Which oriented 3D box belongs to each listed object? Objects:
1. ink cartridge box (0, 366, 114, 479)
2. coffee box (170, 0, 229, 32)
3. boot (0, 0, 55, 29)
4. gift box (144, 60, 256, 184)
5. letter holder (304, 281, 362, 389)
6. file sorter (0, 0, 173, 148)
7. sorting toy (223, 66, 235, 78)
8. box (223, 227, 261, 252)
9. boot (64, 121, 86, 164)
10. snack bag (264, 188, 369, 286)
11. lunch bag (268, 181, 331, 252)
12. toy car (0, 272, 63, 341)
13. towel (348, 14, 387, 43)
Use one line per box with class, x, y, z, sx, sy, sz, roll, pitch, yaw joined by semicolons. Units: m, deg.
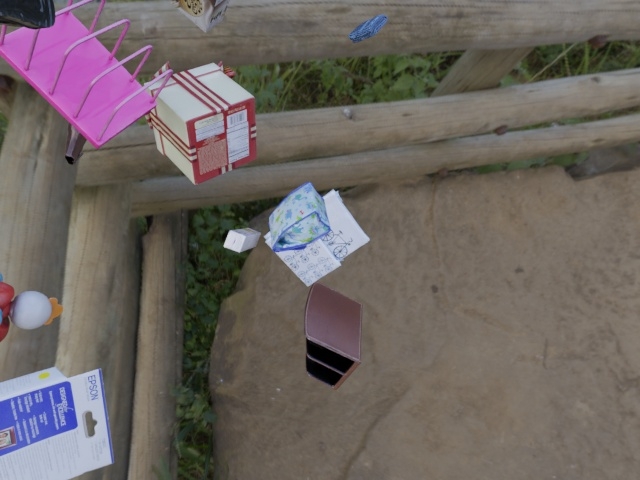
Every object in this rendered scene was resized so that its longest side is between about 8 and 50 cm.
ink cartridge box;-0.642;0.434;1.098;0.307;0.072;0.304;-13;121;-34
coffee box;-0.398;-0.910;1.724;0.168;0.297;0.119;40;57;-8
boot;-0.509;-0.322;0.636;0.207;0.246;0.094;-3;99;6
gift box;-0.338;-0.365;1.421;0.255;0.276;0.258;-27;54;-33
letter holder;0.012;0.309;1.672;0.214;0.152;0.302;29;29;-11
file sorter;-0.502;-0.399;1.073;0.291;0.182;0.202;47;50;-14
sorting toy;-0.355;-0.595;1.762;0.102;0.061;0.042;-25;97;-33
box;-0.289;-0.005;1.862;0.063;0.324;0.067;21;95;1
boot;-0.906;-0.380;1.827;0.090;0.248;0.207;16;81;-23
snack bag;0.000;0.000;1.968;0.342;0.037;0.323;-33;126;7
lunch bag;-0.059;-0.048;1.213;0.151;0.096;0.129;-28;39;14
toy car;-0.894;0.222;1.453;0.238;0.219;0.210;12;112;-36
towel;0.123;-0.555;1.289;0.029;0.119;0.067;45;80;-24
